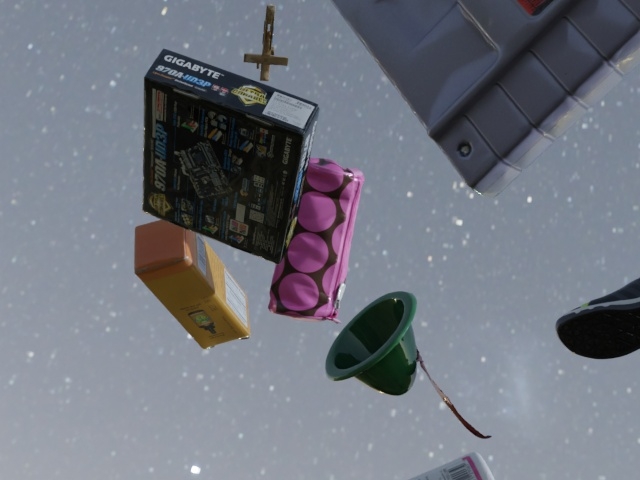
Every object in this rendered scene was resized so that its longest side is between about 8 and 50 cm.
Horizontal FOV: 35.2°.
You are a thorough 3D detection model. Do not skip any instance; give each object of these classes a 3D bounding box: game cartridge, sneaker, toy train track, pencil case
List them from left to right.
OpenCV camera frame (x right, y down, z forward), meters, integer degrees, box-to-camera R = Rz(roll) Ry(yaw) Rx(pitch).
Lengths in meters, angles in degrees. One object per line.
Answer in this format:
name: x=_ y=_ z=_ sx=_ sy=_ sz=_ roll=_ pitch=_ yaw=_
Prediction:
toy train track: x=-0.057 y=-0.212 z=1.079 sx=0.048 sy=0.014 sz=0.083 roll=4 pitch=-60 yaw=-6
pencil case: x=0.000 y=0.000 z=1.285 sx=0.098 sy=0.209 sz=0.095 roll=9 pitch=0 yaw=42
game cartridge: x=0.127 y=-0.240 z=0.878 sx=0.068 sy=0.355 sz=0.230 roll=12 pitch=-52 yaw=-49
sneaker: x=0.452 y=0.100 z=1.439 sx=0.234 sy=0.097 sz=0.084 roll=-16 pitch=-72 yaw=14

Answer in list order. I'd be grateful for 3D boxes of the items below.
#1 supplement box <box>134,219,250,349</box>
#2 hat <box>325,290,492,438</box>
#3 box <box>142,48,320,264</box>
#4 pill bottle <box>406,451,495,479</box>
supplement box: x=-0.171 y=0.062 z=1.376 sx=0.078 sy=0.080 sz=0.233 roll=-15 pitch=-37 yaw=10
hat: x=0.127 y=0.204 z=1.489 sx=0.173 sy=0.208 sz=0.183 roll=-36 pitch=-72 yaw=24
box: x=-0.103 y=-0.083 z=1.086 sx=0.175 sy=0.051 sz=0.220 roll=20 pitch=-38 yaw=6
pill bottle: x=0.157 y=0.467 z=1.627 sx=0.283 sy=0.160 sz=0.160 roll=-22 pitch=-46 yaw=-1
